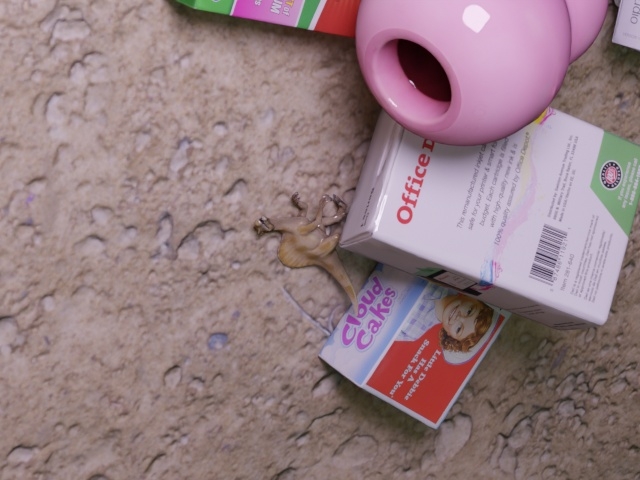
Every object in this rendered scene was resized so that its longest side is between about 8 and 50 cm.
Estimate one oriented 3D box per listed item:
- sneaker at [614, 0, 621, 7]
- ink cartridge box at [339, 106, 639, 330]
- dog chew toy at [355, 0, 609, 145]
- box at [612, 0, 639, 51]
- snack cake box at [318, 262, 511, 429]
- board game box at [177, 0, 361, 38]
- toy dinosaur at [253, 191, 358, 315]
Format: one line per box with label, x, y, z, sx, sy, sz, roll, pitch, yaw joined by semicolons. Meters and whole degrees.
sneaker;0.319;-0.325;1.647;0.192;0.064;0.086;22;92;-45
ink cartridge box;0.184;-0.045;1.543;0.278;0.117;0.201;21;78;-15
dog chew toy;0.183;-0.236;1.417;0.332;0.206;0.207;-43;133;-34
box;0.471;-0.347;1.719;0.322;0.058;0.232;-14;120;-47
snack cake box;0.137;0.069;1.688;0.152;0.089;0.264;34;89;-44
board game box;0.020;-0.324;1.418;0.316;0.064;0.242;3;109;-39
toy dinosaur;0.000;0.000;1.586;0.092;0.053;0.183;-45;125;9
